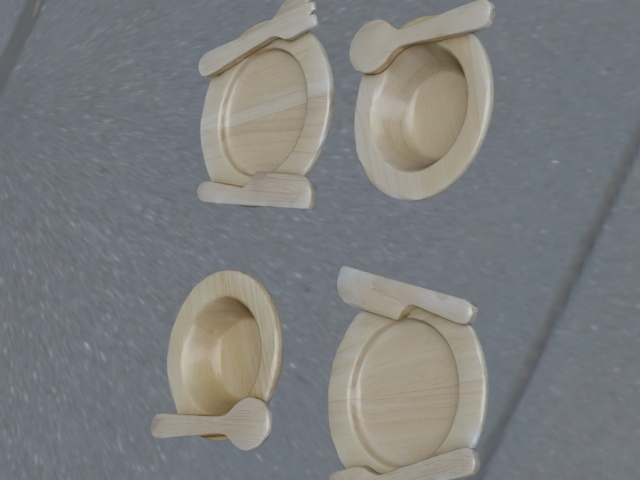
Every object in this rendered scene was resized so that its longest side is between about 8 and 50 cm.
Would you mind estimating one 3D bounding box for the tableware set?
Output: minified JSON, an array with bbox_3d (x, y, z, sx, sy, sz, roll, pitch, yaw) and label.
[{"bbox_3d":[0.000,0.000,0.497,0.020,0.141,0.168,12,81,-43],"label":"tableware set"}]
